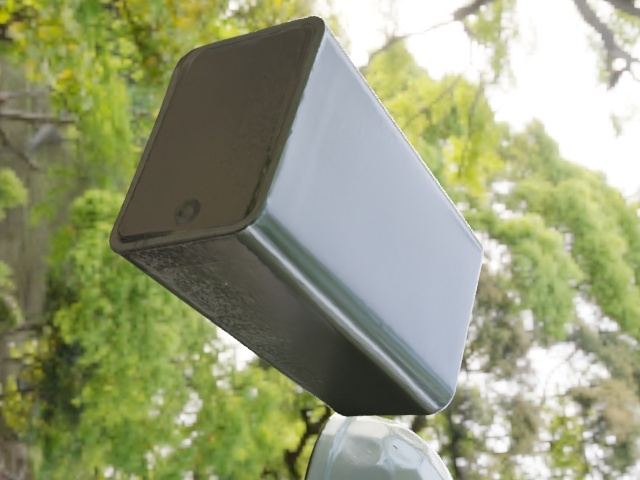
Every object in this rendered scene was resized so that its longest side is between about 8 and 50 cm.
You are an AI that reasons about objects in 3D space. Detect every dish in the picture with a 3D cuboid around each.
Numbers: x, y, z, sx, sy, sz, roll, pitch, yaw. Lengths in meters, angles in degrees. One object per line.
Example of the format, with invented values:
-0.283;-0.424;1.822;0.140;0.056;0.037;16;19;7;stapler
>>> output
0.065;0.282;0.935;0.303;0.120;0.303;0;90;-74;dish

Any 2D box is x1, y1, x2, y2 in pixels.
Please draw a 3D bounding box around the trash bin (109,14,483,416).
0.000;0.000;0.745;0.122;0.240;0.164;-8;-129;35;trash bin
